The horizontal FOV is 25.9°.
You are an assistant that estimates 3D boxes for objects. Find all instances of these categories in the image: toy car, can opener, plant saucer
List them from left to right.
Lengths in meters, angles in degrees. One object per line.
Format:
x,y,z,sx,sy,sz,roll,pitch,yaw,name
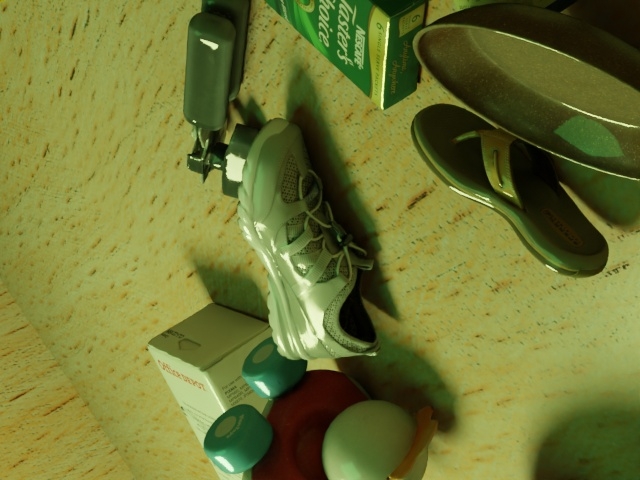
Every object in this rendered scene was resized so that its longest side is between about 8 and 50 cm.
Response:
-0.092,-0.144,1.384,0.093,0.074,0.280,15,151,6,can opener
0.044,0.218,1.505,0.238,0.210,0.219,-19,120,38,toy car
0.154,-0.096,0.868,0.198,0.036,0.198,27,173,4,plant saucer

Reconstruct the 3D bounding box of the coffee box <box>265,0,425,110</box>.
0.008,-0.200,1.110,0.184,0.040,0.113,46,156,24,coffee box

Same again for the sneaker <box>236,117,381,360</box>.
0.000,0.000,1.378,0.115,0.105,0.281,5,130,25,sneaker

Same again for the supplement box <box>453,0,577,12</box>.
0.119,-0.185,0.878,0.083,0.056,0.083,15,134,59,supplement box

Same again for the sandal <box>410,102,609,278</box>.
0.144,-0.046,1.014,0.180,0.072,0.049,45,140,22,sandal

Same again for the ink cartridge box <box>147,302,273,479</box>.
-0.092,0.231,1.825,0.197,0.114,0.273,13,134,61,ink cartridge box

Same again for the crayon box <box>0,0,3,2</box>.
-0.217,-0.351,0.998,0.106,0.313,0.363,47,156,22,crayon box
